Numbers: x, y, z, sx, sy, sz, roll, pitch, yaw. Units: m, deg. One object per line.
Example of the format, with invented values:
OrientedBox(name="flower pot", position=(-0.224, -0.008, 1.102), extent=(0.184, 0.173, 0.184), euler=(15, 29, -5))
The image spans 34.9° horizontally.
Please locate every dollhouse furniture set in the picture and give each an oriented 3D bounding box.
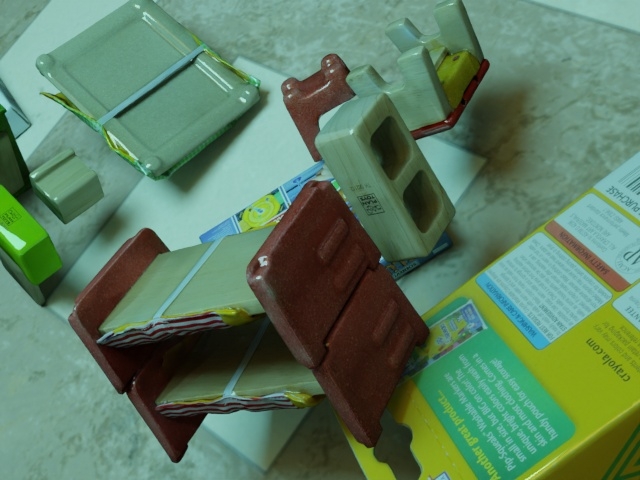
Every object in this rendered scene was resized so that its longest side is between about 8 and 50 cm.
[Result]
OrientedBox(name="dollhouse furniture set", position=(0.001, -0.016, 0.814), extent=(0.201, 0.152, 0.374), euler=(-12, 31, 40))
OrientedBox(name="dollhouse furniture set", position=(-0.232, -0.094, 1.067), extent=(0.301, 0.151, 0.197), euler=(-40, 71, -22))

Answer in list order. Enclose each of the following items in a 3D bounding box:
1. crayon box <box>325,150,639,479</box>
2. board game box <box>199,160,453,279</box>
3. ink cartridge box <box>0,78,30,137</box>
OrientedBox(name="crayon box", position=(0.175, 0.082, 0.701), extent=(0.323, 0.083, 0.203), euler=(-36, 29, 2))
OrientedBox(name="board game box", position=(0.000, 0.000, 0.910), extent=(0.201, 0.035, 0.136), euler=(-31, 52, 7))
OrientedBox(name="ink cartridge box", position=(-0.482, -0.136, 1.227), extent=(0.224, 0.045, 0.223), euler=(-41, 52, -1))
